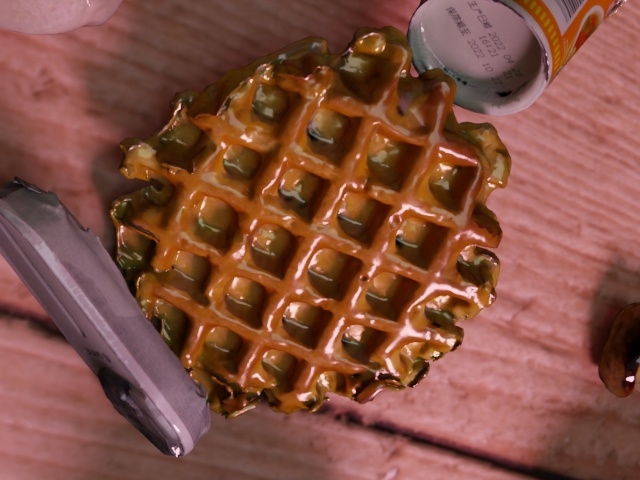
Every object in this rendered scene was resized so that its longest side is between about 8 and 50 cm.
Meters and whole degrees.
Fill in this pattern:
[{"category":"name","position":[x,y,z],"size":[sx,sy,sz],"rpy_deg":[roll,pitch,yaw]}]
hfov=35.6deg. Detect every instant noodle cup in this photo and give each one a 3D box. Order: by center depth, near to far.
[{"category":"instant noodle cup","position":[0.159,-0.198,0.791],"size":[0.168,0.168,0.185],"rpy_deg":[51,54,-23]}]

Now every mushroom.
[{"category":"mushroom","position":[0.418,0.138,1.048],"size":[0.312,0.081,0.100],"rpy_deg":[15,97,-29]}]

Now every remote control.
[{"category":"remote control","position":[-0.163,0.060,0.738],"size":[0.052,0.104,0.247],"rpy_deg":[-42,114,-25]}]

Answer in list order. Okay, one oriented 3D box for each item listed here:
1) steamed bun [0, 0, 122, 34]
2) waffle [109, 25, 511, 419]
[{"category":"steamed bun","position":[-0.160,-0.331,0.554],"size":[0.236,0.247,0.384],"rpy_deg":[23,128,-3]},{"category":"waffle","position":[0.000,0.000,0.781],"size":[0.324,0.068,0.302],"rpy_deg":[-20,110,4]}]
